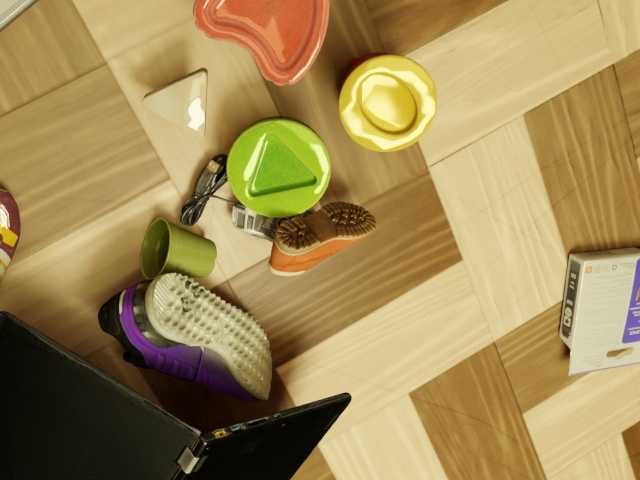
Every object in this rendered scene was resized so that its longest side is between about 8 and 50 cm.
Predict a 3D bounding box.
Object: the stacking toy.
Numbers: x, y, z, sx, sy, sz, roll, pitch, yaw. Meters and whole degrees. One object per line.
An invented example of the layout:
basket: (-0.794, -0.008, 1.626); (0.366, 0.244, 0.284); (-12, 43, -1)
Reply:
stacking toy: (-0.043, -0.200, 0.991); (0.279, 0.130, 0.309); (-41, 111, 16)

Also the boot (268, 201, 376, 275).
boot: (0.000, 0.000, 1.037); (0.158, 0.059, 0.085); (-16, 149, -31)

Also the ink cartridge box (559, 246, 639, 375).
ink cartridge box: (0.503, 0.114, 1.317); (0.206, 0.045, 0.208); (-5, 109, -19)

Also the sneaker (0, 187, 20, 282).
sneaker: (-0.404, 0.030, 0.934); (0.069, 0.084, 0.186); (13, 104, -23)

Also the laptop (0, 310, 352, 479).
laptop: (-0.242, 0.283, 1.050); (0.408, 0.236, 0.382); (-4, 136, -47)

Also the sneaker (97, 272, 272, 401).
sneaker: (-0.182, 0.139, 1.054); (0.146, 0.102, 0.293); (-15, 141, 24)

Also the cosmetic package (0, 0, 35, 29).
cosmetic package: (-0.388, -0.246, 0.819); (0.238, 0.127, 0.107); (-39, 115, -5)

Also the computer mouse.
computer mouse: (-0.084, -0.036, 1.053); (0.193, 0.042, 0.106); (24, 95, -20)

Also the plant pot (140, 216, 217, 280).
plant pot: (-0.181, 0.018, 1.021); (0.079, 0.083, 0.083); (13, 104, -37)
